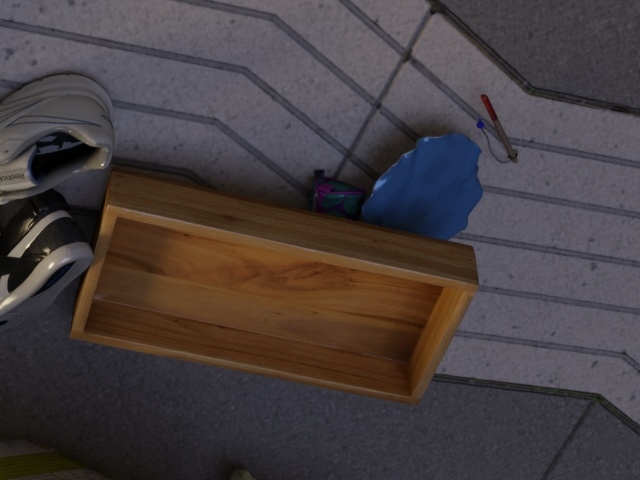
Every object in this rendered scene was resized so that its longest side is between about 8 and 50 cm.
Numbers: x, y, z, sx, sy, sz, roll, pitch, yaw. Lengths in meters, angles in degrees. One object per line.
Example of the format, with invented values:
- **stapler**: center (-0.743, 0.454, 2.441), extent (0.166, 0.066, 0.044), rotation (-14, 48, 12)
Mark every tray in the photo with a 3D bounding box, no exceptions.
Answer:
- **tray**: center (-0.054, 0.056, 1.794), extent (0.411, 0.076, 0.203), rotation (12, 130, -13)

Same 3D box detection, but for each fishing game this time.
- **fishing game**: center (0.116, -0.048, 1.878), extent (0.264, 0.041, 0.189), rotation (-44, 141, -5)

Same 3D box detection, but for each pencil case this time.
- **pencil case**: center (0.000, 0.000, 1.865), extent (0.070, 0.064, 0.151), rotation (1, 115, -40)

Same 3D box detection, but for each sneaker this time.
- **sneaker**: center (-0.333, 0.015, 1.756), extent (0.217, 0.121, 0.079), rotation (-36, 161, 36)
- **sneaker**: center (-0.351, -0.085, 1.663), extent (0.297, 0.129, 0.111), rotation (-21, 122, -7)

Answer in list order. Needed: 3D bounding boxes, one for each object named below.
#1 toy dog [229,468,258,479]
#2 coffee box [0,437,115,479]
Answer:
- **toy dog**: center (-0.068, 0.558, 1.943), extent (0.284, 0.395, 0.408), rotation (35, 94, -42)
- **coffee box**: center (-0.299, 0.431, 1.699), extent (0.334, 0.338, 0.337), rotation (25, 89, 11)
